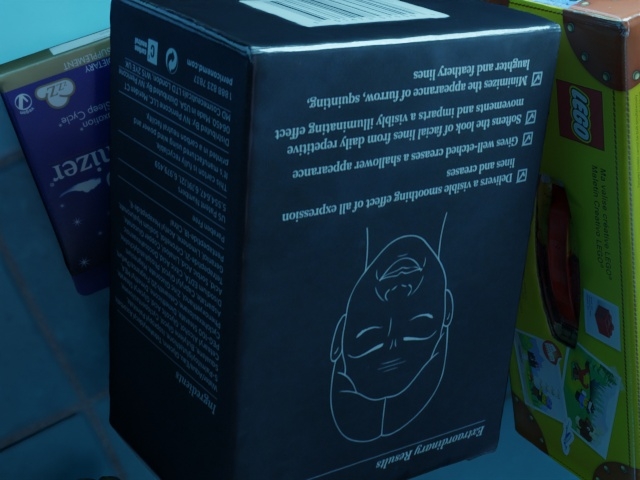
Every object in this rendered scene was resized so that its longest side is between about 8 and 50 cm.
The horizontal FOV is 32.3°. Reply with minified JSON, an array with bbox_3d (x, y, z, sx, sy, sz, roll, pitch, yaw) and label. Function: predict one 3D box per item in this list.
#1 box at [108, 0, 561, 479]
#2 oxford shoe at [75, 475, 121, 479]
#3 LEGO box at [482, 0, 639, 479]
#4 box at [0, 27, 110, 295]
[{"bbox_3d":[0.000,0.000,0.921,0.293,0.212,0.395,-11,116,-34],"label":"box"},{"bbox_3d":[-0.314,0.376,1.013,0.146,0.140,0.397,29,95,-25],"label":"oxford shoe"},{"bbox_3d":[0.369,-0.047,1.090,0.372,0.193,0.500,-24,121,-23],"label":"LEGO box"},{"bbox_3d":[-0.174,-0.062,0.943,0.136,0.036,0.225,-23,121,-15],"label":"box"}]
